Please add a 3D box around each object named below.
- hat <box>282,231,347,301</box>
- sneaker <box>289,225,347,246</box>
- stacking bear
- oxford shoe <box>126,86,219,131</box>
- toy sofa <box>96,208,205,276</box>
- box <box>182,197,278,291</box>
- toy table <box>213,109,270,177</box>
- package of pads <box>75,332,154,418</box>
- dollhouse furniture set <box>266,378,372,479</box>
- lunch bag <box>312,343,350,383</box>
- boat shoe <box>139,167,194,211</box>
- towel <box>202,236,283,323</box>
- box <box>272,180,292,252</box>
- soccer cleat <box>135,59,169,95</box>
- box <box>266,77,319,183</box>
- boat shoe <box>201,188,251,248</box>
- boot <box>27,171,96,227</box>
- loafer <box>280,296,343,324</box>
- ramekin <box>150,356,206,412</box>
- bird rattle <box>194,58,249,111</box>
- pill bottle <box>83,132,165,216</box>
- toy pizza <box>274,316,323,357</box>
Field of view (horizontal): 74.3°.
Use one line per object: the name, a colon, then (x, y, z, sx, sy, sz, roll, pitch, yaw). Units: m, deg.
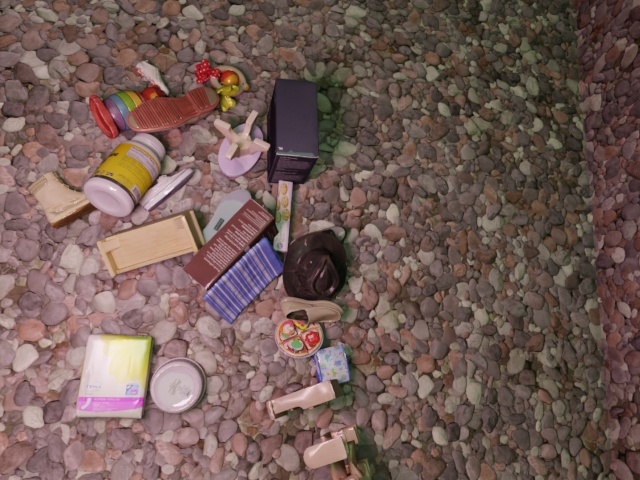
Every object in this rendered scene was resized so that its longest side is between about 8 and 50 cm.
hat: (-0.003, 0.134, 1.759, 0.331, 0.134, 0.331, -4, 102, -20)
sneaker: (0.000, 0.000, 1.859, 0.272, 0.108, 0.100, -19, 79, -18)
stacking bear: (-0.791, -0.559, 1.779, 0.289, 0.164, 0.175, -35, 111, -30)
oxford shoe: (-0.618, -0.525, 1.794, 0.397, 0.146, 0.140, -26, 87, -28)
toy sofa: (-0.649, 0.005, 1.653, 0.363, 0.177, 0.150, -17, 104, 0)
box: (-0.348, 0.033, 1.692, 0.143, 0.191, 0.381, 41, 79, 11)
toy table: (-0.344, -0.425, 1.845, 0.252, 0.161, 0.274, 15, 72, -6)
package of pads: (-0.759, 0.498, 1.564, 0.229, 0.101, 0.296, 7, 75, -13)
dollhouse furniture set: (-0.007, 0.750, 1.563, 0.257, 0.362, 0.394, -21, 70, 6)
lunch bag: (0.045, 0.522, 1.751, 0.129, 0.096, 0.151, -11, 70, -15)
boat shoe: (-0.649, -0.232, 1.765, 0.084, 0.095, 0.258, 47, 70, -4)
towel: (-0.293, 0.165, 1.692, 0.040, 0.243, 0.336, 33, 69, 31)
box: (-0.168, -0.104, 1.865, 0.067, 0.063, 0.323, 7, 76, -10)
soccer cleat: (-0.735, -0.728, 1.879, 0.196, 0.068, 0.076, 44, 68, 3)
box: (-0.128, -0.457, 1.828, 0.179, 0.312, 0.343, 1, 77, -13)
boat shoe: (-0.403, -0.081, 1.785, 0.113, 0.105, 0.306, 31, 78, -9)
boot: (-0.991, -0.197, 1.680, 0.262, 0.095, 0.203, -35, 85, -16)
loafer: (-0.037, 0.305, 1.748, 0.269, 0.102, 0.092, 8, 40, -8)
ramekin: (-0.541, 0.551, 1.598, 0.207, 0.109, 0.207, 3, 76, -13)
bird rattle: (-0.449, -0.728, 1.942, 0.207, 0.143, 0.253, -30, 72, -29)
pill bottle: (-0.756, -0.270, 1.668, 0.188, 0.188, 0.334, 23, 52, -7)
toy pizza: (-0.087, 0.387, 1.742, 0.201, 0.032, 0.201, 5, 50, -6)
